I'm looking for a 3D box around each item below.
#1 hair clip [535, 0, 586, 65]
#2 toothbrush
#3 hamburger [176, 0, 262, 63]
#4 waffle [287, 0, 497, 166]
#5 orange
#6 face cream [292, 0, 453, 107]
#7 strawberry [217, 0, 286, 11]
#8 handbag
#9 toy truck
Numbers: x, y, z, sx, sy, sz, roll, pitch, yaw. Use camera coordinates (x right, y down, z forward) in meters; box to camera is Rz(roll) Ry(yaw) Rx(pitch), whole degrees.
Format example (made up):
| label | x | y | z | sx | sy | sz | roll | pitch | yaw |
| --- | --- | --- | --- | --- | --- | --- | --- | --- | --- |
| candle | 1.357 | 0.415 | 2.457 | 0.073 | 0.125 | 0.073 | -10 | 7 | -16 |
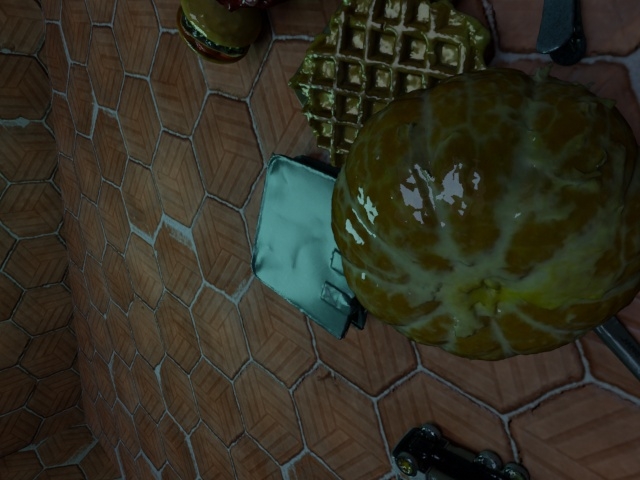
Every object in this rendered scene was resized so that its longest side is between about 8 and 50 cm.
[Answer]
| label | x | y | z | sx | sy | sz | roll | pitch | yaw |
| --- | --- | --- | --- | --- | --- | --- | --- | --- | --- |
| hair clip | 0.260 | -0.317 | 0.479 | 0.039 | 0.070 | 0.230 | -5 | 90 | 48 |
| toothbrush | 0.414 | 0.204 | 0.481 | 0.030 | 0.030 | 0.297 | -39 | 70 | 16 |
| hamburger | -0.192 | -0.419 | 0.809 | 0.115 | 0.161 | 0.162 | -26 | 83 | 57 |
| waffle | 0.096 | -0.198 | 0.604 | 0.300 | 0.058 | 0.282 | 39 | 131 | 10 |
| orange | 0.174 | -0.022 | 0.476 | 0.329 | 0.249 | 0.329 | 16 | 136 | 16 |
| face cream | 0.066 | -0.302 | 0.652 | 0.139 | 0.067 | 0.285 | 56 | 133 | 10 |
| strawberry | -0.107 | -0.492 | 0.639 | 0.273 | 0.220 | 0.275 | -2 | 86 | 28 |
| handbag | 0.002 | -0.001 | 0.782 | 0.274 | 0.100 | 0.269 | 26 | 114 | 36 |
| toy truck | 0.223 | 0.392 | 0.668 | 0.226 | 0.098 | 0.114 | 12 | 115 | 40 |
